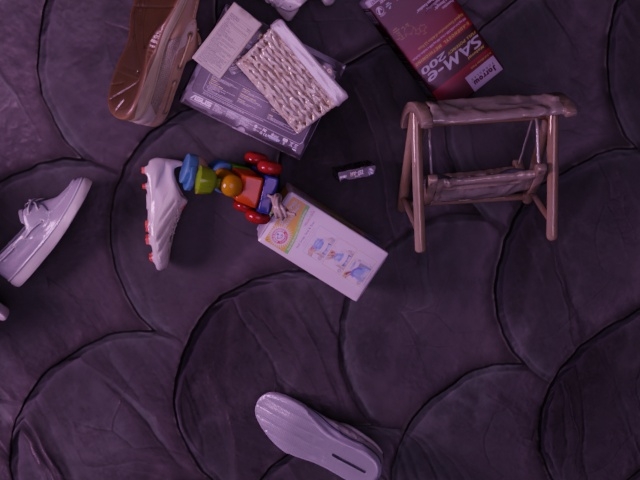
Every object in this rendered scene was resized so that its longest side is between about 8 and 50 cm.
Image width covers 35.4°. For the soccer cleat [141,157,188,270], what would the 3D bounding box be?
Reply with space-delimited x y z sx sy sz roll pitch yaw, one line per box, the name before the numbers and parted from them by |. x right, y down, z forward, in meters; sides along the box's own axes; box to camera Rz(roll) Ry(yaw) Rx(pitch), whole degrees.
soccer cleat | -0.265 -0.045 1.725 0.076 0.068 0.196 -3 99 -10

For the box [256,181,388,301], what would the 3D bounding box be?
box | 0.000 0.000 1.740 0.203 0.114 0.103 32 97 -12

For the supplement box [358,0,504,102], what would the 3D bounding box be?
supplement box | 0.190 -0.350 1.715 0.130 0.073 0.239 -39 104 2

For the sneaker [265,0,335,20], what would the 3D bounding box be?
sneaker | -0.076 -0.422 1.662 0.232 0.090 0.115 -2 105 -6

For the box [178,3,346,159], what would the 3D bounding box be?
box | -0.099 -0.268 1.704 0.231 0.056 0.183 25 96 -11

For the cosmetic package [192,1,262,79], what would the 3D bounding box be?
cosmetic package | -0.152 -0.325 1.636 0.060 0.041 0.115 39 94 -11

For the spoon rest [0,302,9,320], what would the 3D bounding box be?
spoon rest | -0.633 0.189 1.730 0.276 0.084 0.137 -42 102 16

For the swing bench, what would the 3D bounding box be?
swing bench | 0.270 -0.135 1.688 0.253 0.165 0.254 -4 120 -7

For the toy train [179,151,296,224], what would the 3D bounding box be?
toy train | -0.139 -0.087 1.627 0.144 0.248 0.105 10 100 -20

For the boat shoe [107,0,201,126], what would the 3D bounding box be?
boat shoe | -0.253 -0.335 1.658 0.098 0.109 0.302 12 102 -49

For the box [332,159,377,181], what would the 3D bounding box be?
box | 0.058 -0.121 1.739 0.067 0.083 0.018 -12 101 -5

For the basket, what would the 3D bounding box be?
basket | -0.050 -0.263 1.624 0.103 0.113 0.167 -42 102 4

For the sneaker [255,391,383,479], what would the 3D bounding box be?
sneaker | -0.001 0.359 1.830 0.258 0.091 0.094 33 101 9

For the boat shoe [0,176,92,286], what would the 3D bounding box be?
boat shoe | -0.476 -0.026 1.694 0.081 0.079 0.227 37 98 -17
